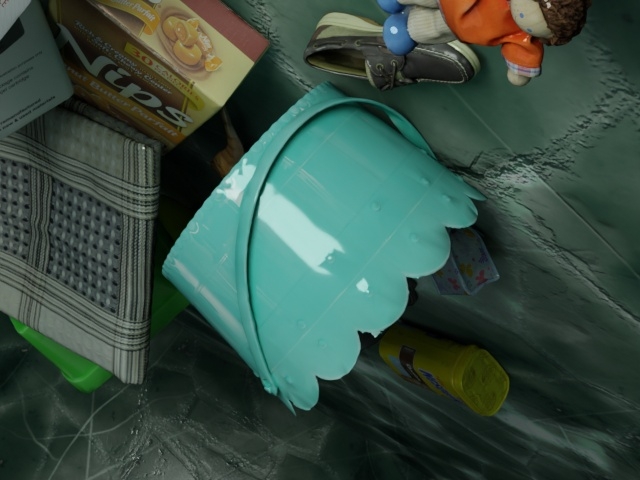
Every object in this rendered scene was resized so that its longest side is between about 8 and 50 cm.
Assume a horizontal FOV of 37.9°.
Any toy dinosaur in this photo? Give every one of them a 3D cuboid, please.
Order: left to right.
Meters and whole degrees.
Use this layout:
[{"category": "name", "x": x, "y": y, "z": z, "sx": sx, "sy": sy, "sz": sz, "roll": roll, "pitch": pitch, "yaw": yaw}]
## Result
[{"category": "toy dinosaur", "x": -0.102, "y": -0.094, "z": 1.125, "sx": 0.112, "sy": 0.064, "sz": 0.211, "roll": 34, "pitch": 163, "yaw": -3}]

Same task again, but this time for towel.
[{"category": "towel", "x": -0.318, "y": -0.023, "z": 1.102, "sx": 0.324, "sy": 0.056, "sz": 0.312, "roll": 26, "pitch": 121, "yaw": 30}]

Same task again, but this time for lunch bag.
[{"category": "lunch bag", "x": 0.146, "y": 0.014, "z": 1.010, "sx": 0.083, "sy": 0.053, "sz": 0.071, "roll": 62, "pitch": 158, "yaw": -8}]

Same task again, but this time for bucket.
[{"category": "bucket", "x": 0.000, "y": 0.000, "z": 0.865, "sx": 0.183, "sy": 0.281, "sz": 0.281, "roll": 40, "pitch": 163, "yaw": 1}]

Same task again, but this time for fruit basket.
[{"category": "fruit basket", "x": -0.325, "y": 0.023, "z": 1.424, "sx": 0.392, "sy": 0.283, "sz": 0.392, "roll": 48, "pitch": -176, "yaw": -4}]

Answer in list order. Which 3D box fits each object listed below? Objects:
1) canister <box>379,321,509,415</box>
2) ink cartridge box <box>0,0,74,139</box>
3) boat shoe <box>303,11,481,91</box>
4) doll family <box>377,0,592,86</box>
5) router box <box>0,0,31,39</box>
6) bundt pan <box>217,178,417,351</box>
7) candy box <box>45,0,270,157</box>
[{"category": "canister", "x": 0.184, "y": 0.191, "z": 1.412, "sx": 0.170, "sy": 0.073, "sz": 0.126, "roll": 16, "pitch": 157, "yaw": 46}, {"category": "ink cartridge box", "x": -0.365, "y": -0.258, "z": 0.860, "sx": 0.211, "sy": 0.121, "sz": 0.289, "roll": 43, "pitch": 158, "yaw": 26}, {"category": "boat shoe", "x": 0.053, "y": -0.141, "z": 0.738, "sx": 0.152, "sy": 0.049, "sz": 0.056, "roll": 19, "pitch": 158, "yaw": 37}, {"category": "doll family", "x": 0.082, "y": -0.208, "z": 0.443, "sx": 0.163, "sy": 0.118, "sz": 0.263, "roll": 17, "pitch": 140, "yaw": 57}, {"category": "router box", "x": -0.256, "y": -0.263, "z": 0.505, "sx": 0.082, "sy": 0.301, "sz": 0.335, "roll": 24, "pitch": 162, "yaw": 25}, {"category": "bundt pan", "x": -0.035, "y": 0.049, "z": 1.310, "sx": 0.331, "sy": 0.124, "sz": 0.331, "roll": 29, "pitch": 162, "yaw": 10}, {"category": "candy box", "x": -0.191, "y": -0.189, "z": 0.965, "sx": 0.183, "sy": 0.087, "sz": 0.316, "roll": 38, "pitch": 163, "yaw": -14}]
